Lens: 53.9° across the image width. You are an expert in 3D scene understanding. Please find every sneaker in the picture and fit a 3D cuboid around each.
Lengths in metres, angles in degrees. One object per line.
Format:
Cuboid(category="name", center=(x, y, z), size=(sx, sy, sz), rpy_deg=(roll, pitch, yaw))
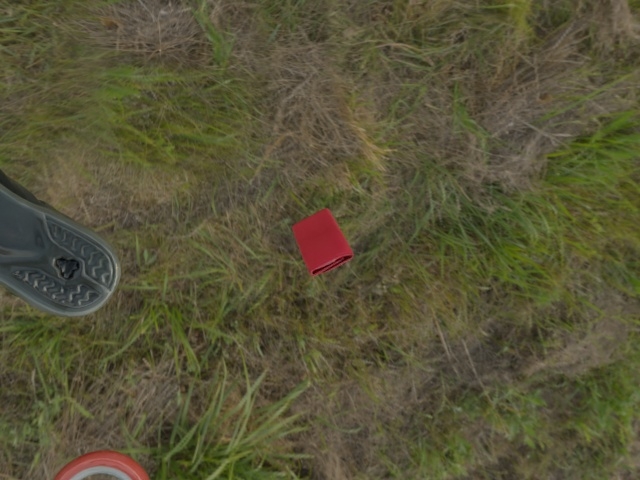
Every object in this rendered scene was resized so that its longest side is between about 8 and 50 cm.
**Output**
Cuboid(category="sneaker", center=(-0.262, -0.018, 0.483), size=(0.227, 0.130, 0.087), rpy_deg=(35, 71, -14))

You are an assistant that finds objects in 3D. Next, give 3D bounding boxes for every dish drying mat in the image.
Cuboid(category="dish drying mat", center=(0.000, 0.000, 0.439), size=(0.032, 0.083, 0.008), rpy_deg=(-29, 114, 2))

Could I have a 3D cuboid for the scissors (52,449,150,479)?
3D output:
Cuboid(category="scissors", center=(-0.153, 0.239, 0.293), size=(0.109, 0.021, 0.297), rpy_deg=(37, 68, -6))
